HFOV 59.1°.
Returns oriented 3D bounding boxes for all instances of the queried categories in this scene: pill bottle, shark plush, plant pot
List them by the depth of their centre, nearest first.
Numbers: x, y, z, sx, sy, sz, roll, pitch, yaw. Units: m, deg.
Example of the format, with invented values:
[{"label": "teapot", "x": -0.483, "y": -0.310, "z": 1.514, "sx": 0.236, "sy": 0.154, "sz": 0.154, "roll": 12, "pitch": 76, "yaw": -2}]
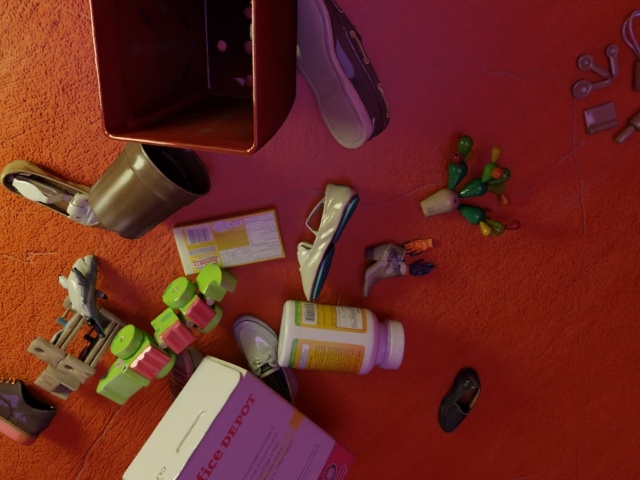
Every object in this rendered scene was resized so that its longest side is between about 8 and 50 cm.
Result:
[{"label": "plant pot", "x": -0.164, "y": -0.296, "z": 0.876, "sx": 0.267, "sy": 0.235, "sz": 0.268, "roll": 10, "pitch": 112, "yaw": 20}, {"label": "plant pot", "x": -0.315, "y": -0.098, "z": 1.016, "sx": 0.165, "sy": 0.167, "sz": 0.167, "roll": -37, "pitch": 109, "yaw": 19}, {"label": "shark plush", "x": -0.444, "y": 0.108, "z": 1.099, "sx": 0.073, "sy": 0.067, "sz": 0.161, "roll": -35, "pitch": 77, "yaw": 38}, {"label": "pill bottle", "x": 0.041, "y": 0.203, "z": 1.163, "sx": 0.245, "sy": 0.136, "sz": 0.137, "roll": 7, "pitch": 110, "yaw": -7}]

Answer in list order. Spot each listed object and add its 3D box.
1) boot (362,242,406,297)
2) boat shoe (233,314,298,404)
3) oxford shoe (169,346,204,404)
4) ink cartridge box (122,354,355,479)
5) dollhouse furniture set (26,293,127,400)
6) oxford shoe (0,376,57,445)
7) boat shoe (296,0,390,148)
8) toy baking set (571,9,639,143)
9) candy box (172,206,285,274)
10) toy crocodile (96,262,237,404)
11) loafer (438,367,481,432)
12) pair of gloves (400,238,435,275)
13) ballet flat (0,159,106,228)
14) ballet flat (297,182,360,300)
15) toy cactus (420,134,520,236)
[{"label": "boot", "x": 0.133, "y": 0.063, "z": 1.163, "sx": 0.086, "sy": 0.042, "sz": 0.119, "roll": 5, "pitch": 103, "yaw": 3}, {"label": "boat shoe", "x": -0.109, "y": 0.259, "z": 1.205, "sx": 0.083, "sy": 0.076, "sz": 0.226, "roll": -31, "pitch": 110, "yaw": 7}, {"label": "oxford shoe", "x": -0.226, "y": 0.398, "z": 1.245, "sx": 0.146, "sy": 0.140, "sz": 0.397, "roll": -22, "pitch": 109, "yaw": -31}, {"label": "ink cartridge box", "x": -0.144, "y": 0.451, "z": 1.125, "sx": 0.385, "sy": 0.160, "sz": 0.279, "roll": 49, "pitch": 62, "yaw": -32}, {"label": "dollhouse furniture set", "x": -0.515, "y": 0.216, "z": 1.153, "sx": 0.129, "sy": 0.129, "sz": 0.183, "roll": 38, "pitch": 134, "yaw": -16}, {"label": "oxford shoe", "x": -0.684, "y": 0.314, "z": 1.187, "sx": 0.098, "sy": 0.097, "sz": 0.271, "roll": -47, "pitch": 113, "yaw": -8}, {"label": "boat shoe", "x": 0.024, "y": -0.325, "z": 0.980, "sx": 0.096, "sy": 0.116, "sz": 0.325, "roll": -34, "pitch": 103, "yaw": -36}, {"label": "toy baking set", "x": 0.595, "y": -0.313, "z": 1.064, "sx": 0.256, "sy": 0.030, "sz": 0.197, "roll": -41, "pitch": 108, "yaw": 11}, {"label": "candy box", "x": -0.181, "y": 0.002, "z": 1.127, "sx": 0.205, "sy": 0.027, "sz": 0.105, "roll": -10, "pitch": 115, "yaw": 0}, {"label": "toy crocodile", "x": -0.296, "y": 0.184, "z": 1.110, "sx": 0.340, "sy": 0.105, "sz": 0.115, "roll": -45, "pitch": 124, "yaw": -8}, {"label": "loafer", "x": 0.317, "y": 0.377, "z": 1.292, "sx": 0.062, "sy": 0.061, "sz": 0.170, "roll": 11, "pitch": 110, "yaw": -10}, {"label": "pair of gloves", "x": 0.202, "y": 0.037, "z": 1.179, "sx": 0.074, "sy": 0.010, "sz": 0.083, "roll": -9, "pitch": 112, "yaw": -1}, {"label": "ballet flat", "x": -0.478, "y": -0.073, "z": 1.050, "sx": 0.232, "sy": 0.073, "sz": 0.080, "roll": 23, "pitch": 108, "yaw": -13}, {"label": "ballet flat", "x": 0.000, "y": 0.000, "z": 1.122, "sx": 0.086, "sy": 0.086, "sz": 0.249, "roll": 19, "pitch": 107, "yaw": -11}, {"label": "toy cactus", "x": 0.287, "y": -0.086, "z": 1.100, "sx": 0.180, "sy": 0.112, "sz": 0.219, "roll": -22, "pitch": 120, "yaw": 15}]
